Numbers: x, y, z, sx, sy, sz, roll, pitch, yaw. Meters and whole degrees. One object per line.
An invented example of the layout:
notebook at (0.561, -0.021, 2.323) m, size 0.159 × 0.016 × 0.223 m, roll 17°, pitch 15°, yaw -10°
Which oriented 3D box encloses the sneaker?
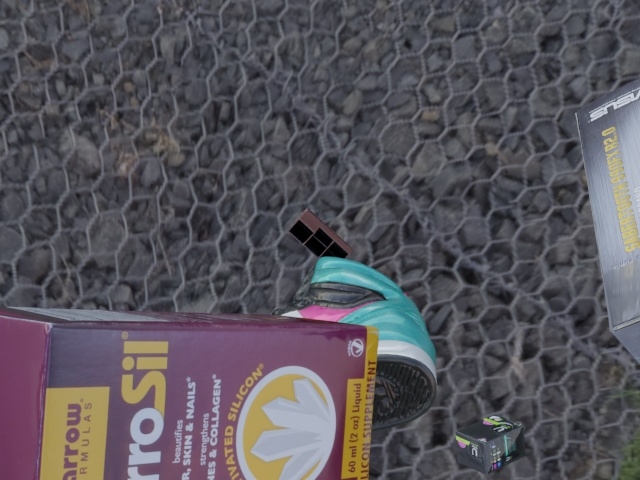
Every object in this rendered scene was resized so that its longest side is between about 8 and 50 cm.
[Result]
sneaker at (-0.030, 0.101, 0.901) m, size 0.296 × 0.178 × 0.123 m, roll -8°, pitch 120°, yaw 14°

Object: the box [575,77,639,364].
box at (0.242, 0.038, 0.553) m, size 0.231 × 0.056 × 0.183 m, roll 42°, pitch 36°, yaw -30°

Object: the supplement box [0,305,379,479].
supplement box at (-0.066, 0.088, 0.442) m, size 0.188 × 0.081 × 0.104 m, roll 6°, pitch 87°, yaw -42°

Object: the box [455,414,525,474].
box at (0.249, 0.298, 1.344) m, size 0.083 × 0.062 × 0.052 m, roll -15°, pitch 105°, yaw -33°

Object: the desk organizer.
desk organizer at (0.000, 0.000, 1.869) m, size 0.130 × 0.047 × 0.050 m, roll 42°, pitch 33°, yaw -3°
